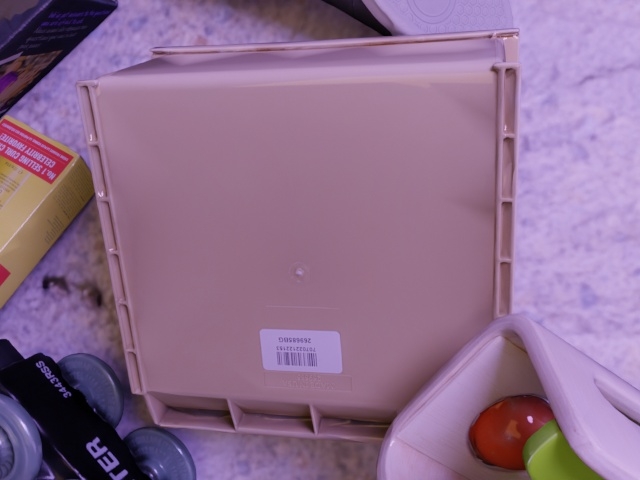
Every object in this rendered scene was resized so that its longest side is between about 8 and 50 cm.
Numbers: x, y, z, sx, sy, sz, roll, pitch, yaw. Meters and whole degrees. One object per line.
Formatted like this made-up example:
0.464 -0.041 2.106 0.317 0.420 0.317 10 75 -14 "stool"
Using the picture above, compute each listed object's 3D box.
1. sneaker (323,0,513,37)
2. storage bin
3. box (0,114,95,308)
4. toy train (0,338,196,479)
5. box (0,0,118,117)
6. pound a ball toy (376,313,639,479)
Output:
0.006 -0.216 0.532 0.296 0.147 0.104 30 78 -19 "sneaker"
0.000 0.000 0.484 0.262 0.123 0.260 1 111 13 "storage bin"
-0.288 0.013 0.565 0.087 0.058 0.232 29 68 12 "box"
-0.192 0.238 0.562 0.334 0.142 0.190 45 112 7 "toy train"
-0.329 -0.168 0.560 0.270 0.143 0.165 -39 100 10 "box"
0.133 0.177 0.395 0.319 0.135 0.208 32 113 -16 "pound a ball toy"
